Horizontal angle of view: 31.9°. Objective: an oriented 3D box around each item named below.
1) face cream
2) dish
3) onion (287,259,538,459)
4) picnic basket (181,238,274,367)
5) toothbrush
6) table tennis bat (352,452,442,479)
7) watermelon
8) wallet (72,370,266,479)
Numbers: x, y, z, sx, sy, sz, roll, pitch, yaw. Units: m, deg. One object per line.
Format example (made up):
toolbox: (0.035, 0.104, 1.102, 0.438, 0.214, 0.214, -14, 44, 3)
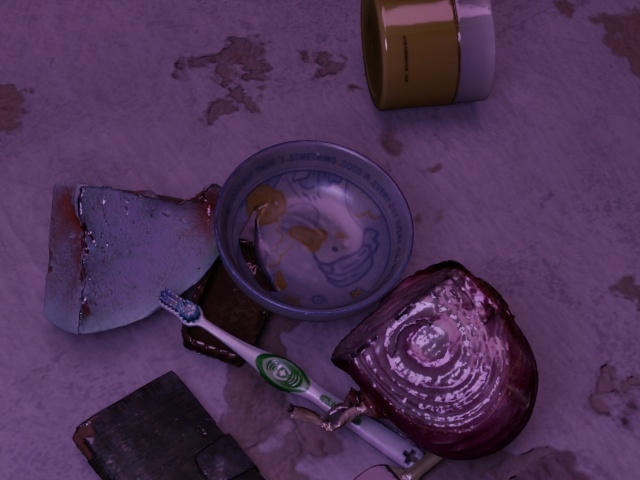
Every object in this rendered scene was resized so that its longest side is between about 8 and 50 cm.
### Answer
face cream: (0.170, -0.327, 1.823, 0.179, 0.218, 0.218, -7, 52, -5)
dish: (-0.016, 0.008, 1.567, 0.273, 0.134, 0.273, 4, 60, -7)
onion: (0.159, 0.163, 1.425, 0.230, 0.272, 0.256, 44, 28, 0)
picnic basket: (-0.124, 0.089, 1.587, 0.110, 0.055, 0.193, 19, 53, 4)
toothbrush: (-0.041, 0.184, 1.487, 0.418, 0.040, 0.042, 33, 74, 6)
table tennis bat: (0.095, 0.316, 1.423, 0.156, 0.013, 0.087, -35, 65, -16)
watermelon: (-0.293, -0.036, 1.586, 0.319, 0.214, 0.289, -36, 48, -9)
wallet: (-0.164, 0.313, 1.414, 0.169, 0.044, 0.317, -31, 59, -25)
